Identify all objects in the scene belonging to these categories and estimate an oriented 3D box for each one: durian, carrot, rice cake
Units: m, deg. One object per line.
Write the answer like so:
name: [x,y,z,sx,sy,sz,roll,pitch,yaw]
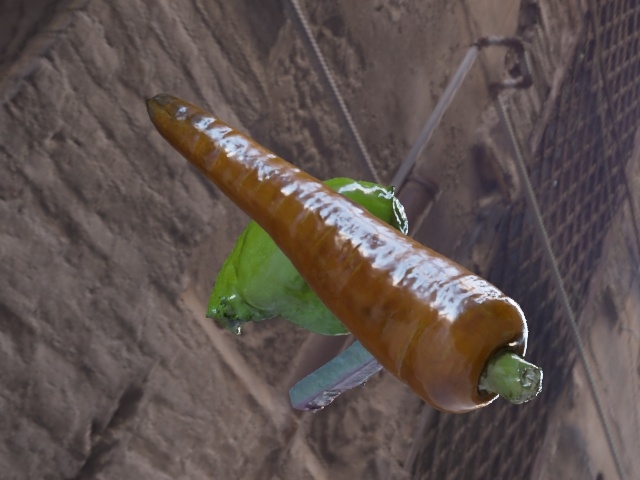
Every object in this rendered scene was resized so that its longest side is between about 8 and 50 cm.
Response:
durian: [-0.011,0.029,1.411,0.255,0.340,0.204,28,5,-7]
carrot: [0.000,0.000,0.417,0.256,0.061,0.061,37,-25,26]
rice cake: [0.081,0.137,1.068,0.290,0.051,0.081,-38,-23,25]
